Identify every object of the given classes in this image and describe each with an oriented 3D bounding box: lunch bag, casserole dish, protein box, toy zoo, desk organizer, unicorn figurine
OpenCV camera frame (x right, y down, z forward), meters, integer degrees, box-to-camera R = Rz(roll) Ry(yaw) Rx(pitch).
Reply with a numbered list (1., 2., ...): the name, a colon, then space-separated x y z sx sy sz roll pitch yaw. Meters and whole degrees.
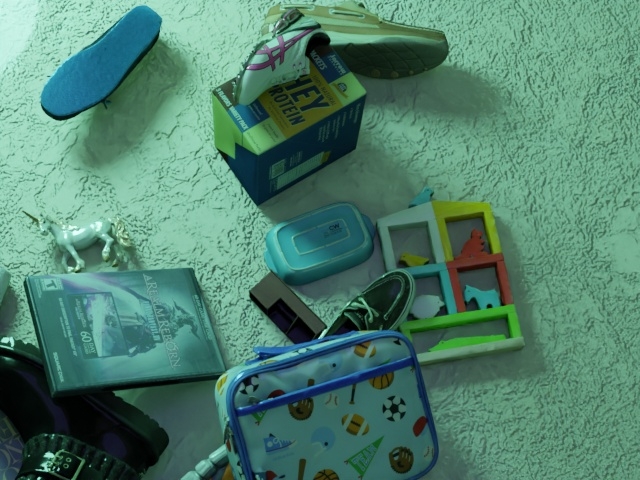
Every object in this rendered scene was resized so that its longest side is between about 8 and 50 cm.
1. lunch bag: 0.003 0.252 1.750 0.303 0.115 0.243 -14 95 -17
2. casserole dish: 0.000 0.000 2.003 0.188 0.037 0.114 -20 72 -11
3. protein box: -0.052 -0.192 1.986 0.201 0.200 0.136 -31 73 -15
4. toy zoo: 0.202 0.049 1.998 0.192 0.030 0.293 -8 70 -6
5. desk organizer: -0.052 0.112 1.952 0.050 0.047 0.130 -42 76 -14
6. unicorn figurine: -0.385 0.000 1.975 0.162 0.060 0.111 -11 69 -25

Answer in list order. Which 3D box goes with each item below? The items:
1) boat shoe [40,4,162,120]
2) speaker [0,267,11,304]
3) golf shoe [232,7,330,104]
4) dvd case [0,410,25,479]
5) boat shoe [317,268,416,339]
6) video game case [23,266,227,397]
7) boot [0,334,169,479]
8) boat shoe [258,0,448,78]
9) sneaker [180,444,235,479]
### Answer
1. boat shoe: -0.357 -0.280 2.068 0.258 0.089 0.109 -41 89 -22
2. speaker: -0.526 0.105 1.923 0.055 0.055 0.136 15 69 3
3. golf shoe: -0.060 -0.270 1.872 0.086 0.067 0.186 33 69 11
4. dvd case: -0.498 0.349 1.849 0.164 0.018 0.221 -32 74 -14
5. boat shoe: 0.067 0.127 1.920 0.078 0.070 0.219 38 80 20
6. video game case: -0.292 0.133 1.866 0.274 0.026 0.196 -3 57 -31
7. boot: -0.415 0.306 1.775 0.348 0.131 0.260 28 54 7
8. boat shoe: 0.057 -0.352 2.100 0.324 0.123 0.116 3 67 -4
9. sneaker: -0.165 0.441 1.791 0.180 0.124 0.321 43 83 8
